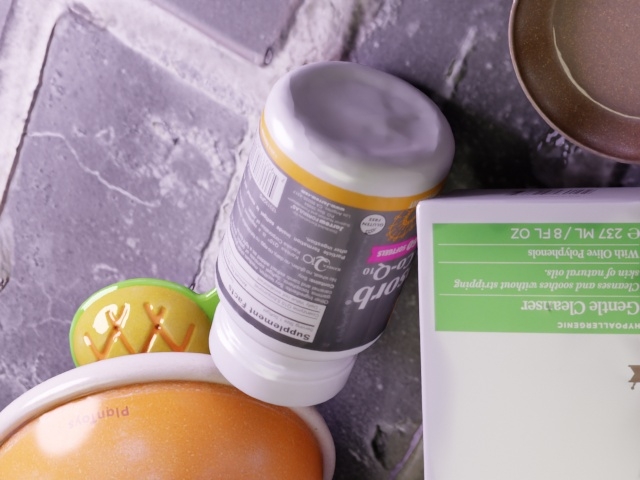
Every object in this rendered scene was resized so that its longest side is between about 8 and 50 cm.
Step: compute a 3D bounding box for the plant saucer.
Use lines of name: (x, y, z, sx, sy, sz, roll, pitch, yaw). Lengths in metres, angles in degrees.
plant saucer: (0.244, -0.153, 1.388, 0.198, 0.036, 0.199, 14, 126, 20)

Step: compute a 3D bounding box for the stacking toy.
stacking toy: (-0.133, 0.371, 1.586, 0.350, 0.480, 0.350, -6, 139, -5)

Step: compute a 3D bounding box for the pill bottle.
pill bottle: (0.000, 0.000, 1.532, 0.162, 0.162, 0.278, 27, 129, 10)

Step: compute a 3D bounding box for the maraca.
maraca: (-0.146, 0.094, 1.713, 0.185, 0.099, 0.127, -5, 112, 3)

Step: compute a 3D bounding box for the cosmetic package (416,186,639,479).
cosmetic package: (0.188, 0.143, 1.438, 0.197, 0.155, 0.365, -1, 95, 16)
